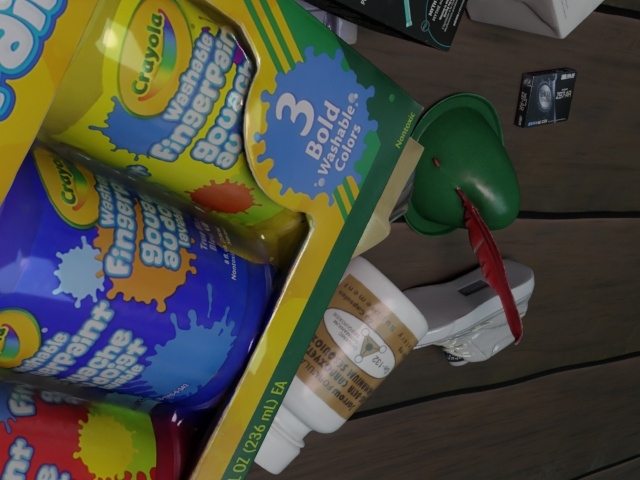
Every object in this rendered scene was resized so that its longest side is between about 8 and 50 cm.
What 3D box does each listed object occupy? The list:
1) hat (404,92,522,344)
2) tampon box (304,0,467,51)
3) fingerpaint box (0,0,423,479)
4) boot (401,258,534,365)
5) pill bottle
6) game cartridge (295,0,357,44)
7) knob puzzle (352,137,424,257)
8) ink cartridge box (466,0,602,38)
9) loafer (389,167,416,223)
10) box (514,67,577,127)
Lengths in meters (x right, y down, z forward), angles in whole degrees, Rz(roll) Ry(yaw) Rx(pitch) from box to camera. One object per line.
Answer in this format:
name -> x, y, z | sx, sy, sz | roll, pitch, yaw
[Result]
hat -> 0.209, -0.045, 0.800 | 0.173, 0.183, 0.209 | -29, 127, -22
tampon box -> 0.037, -0.237, 0.553 | 0.161, 0.101, 0.120 | 11, 106, -39
fingerpaint box -> -0.179, 0.016, 0.450 | 0.371, 0.163, 0.445 | 28, 88, -42
boot -> 0.175, 0.119, 0.923 | 0.258, 0.095, 0.123 | -16, 122, -26
pill bottle -> -0.003, 0.133, 0.772 | 0.229, 0.131, 0.131 | -46, 132, -5
game cartridge -> -0.124, -0.247, 0.534 | 0.355, 0.068, 0.230 | -16, 118, -30
knob puzzle -> -0.018, -0.055, 0.668 | 0.213, 0.030, 0.213 | 1, 85, -16
ink cartridge box -> 0.266, -0.319, 0.732 | 0.231, 0.134, 0.078 | -44, 131, -11
loafer -> 0.000, 0.000, 0.735 | 0.267, 0.096, 0.084 | -35, 137, -20
box -> 0.286, -0.181, 0.897 | 0.083, 0.018, 0.067 | -13, 121, -31
